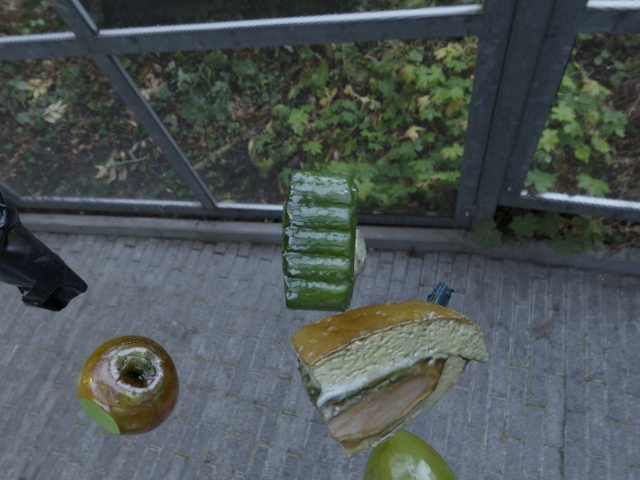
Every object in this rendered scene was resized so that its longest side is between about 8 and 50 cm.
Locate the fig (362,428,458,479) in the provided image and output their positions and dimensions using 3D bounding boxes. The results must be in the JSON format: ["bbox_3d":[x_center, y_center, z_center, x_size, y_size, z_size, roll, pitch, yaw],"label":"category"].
[{"bbox_3d":[0.202,0.581,1.040,0.240,0.239,0.271,-21,57,1],"label":"fig"}]

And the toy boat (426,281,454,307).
[{"bbox_3d":[0.330,0.183,1.267,0.060,0.055,0.141,-7,31,43],"label":"toy boat"}]

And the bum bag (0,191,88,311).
[{"bbox_3d":[-0.454,0.001,0.633,0.137,0.309,0.074,-5,45,15],"label":"bum bag"}]

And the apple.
[{"bbox_3d":[-0.218,0.166,0.512,0.114,0.102,0.099,37,43,-2],"label":"apple"}]

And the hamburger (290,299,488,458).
[{"bbox_3d":[0.071,0.121,0.518,0.208,0.135,0.155,-29,23,-4],"label":"hamburger"}]

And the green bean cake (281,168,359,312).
[{"bbox_3d":[0.000,0.000,0.686,0.113,0.200,0.214,3,94,1],"label":"green bean cake"}]

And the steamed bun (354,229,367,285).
[{"bbox_3d":[0.020,0.047,1.379,0.289,0.203,0.276,-11,50,-47],"label":"steamed bun"}]
